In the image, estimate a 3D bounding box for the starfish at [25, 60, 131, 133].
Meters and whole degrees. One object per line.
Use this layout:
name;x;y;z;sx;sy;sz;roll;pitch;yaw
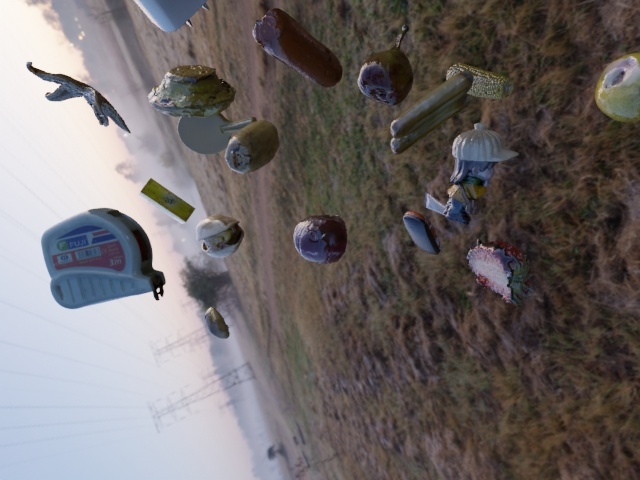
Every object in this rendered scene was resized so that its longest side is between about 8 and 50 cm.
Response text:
starfish;-0.765;-0.458;1.632;0.375;0.094;0.327;31;171;-37

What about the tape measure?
tape measure;-0.521;0.045;1.209;0.125;0.243;0.246;-71;-31;-86

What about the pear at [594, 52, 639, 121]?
pear;0.786;-0.379;1.260;0.178;0.178;0.178;59;165;26

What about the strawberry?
strawberry;0.654;0.082;1.826;0.306;0.137;0.233;-127;15;-69

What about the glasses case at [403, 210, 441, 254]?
glasses case;0.397;-0.026;1.946;0.103;0.067;0.267;25;165;38

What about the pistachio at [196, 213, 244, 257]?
pistachio;-0.341;-0.018;1.733;0.229;0.157;0.157;2;116;58

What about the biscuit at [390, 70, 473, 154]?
biscuit;0.337;-0.393;1.560;0.062;0.290;0.237;54;-177;12

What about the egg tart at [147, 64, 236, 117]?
egg tart;-0.350;-0.414;1.371;0.241;0.241;0.106;-128;32;-46

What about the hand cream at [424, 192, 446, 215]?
hand cream;0.501;-0.138;2.089;0.209;0.043;0.067;37;138;54

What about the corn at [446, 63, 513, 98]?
corn;0.572;-0.583;1.852;0.310;0.101;0.101;48;158;49

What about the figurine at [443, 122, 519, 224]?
figurine;0.508;-0.230;1.731;0.204;0.332;0.185;30;-161;-8

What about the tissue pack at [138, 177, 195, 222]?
tissue pack;-0.512;-0.129;1.673;0.176;0.062;0.095;37;165;-19

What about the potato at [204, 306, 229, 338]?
potato;-0.266;0.207;1.267;0.093;0.036;0.037;50;134;19

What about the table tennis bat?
table tennis bat;-0.398;-0.431;1.953;0.050;0.320;0.198;-86;-14;-52

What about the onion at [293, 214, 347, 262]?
onion;-0.005;0.000;2.171;0.206;0.207;0.216;-133;49;-68

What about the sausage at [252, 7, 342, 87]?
sausage;-0.043;-0.478;1.283;0.330;0.102;0.102;11;-136;-57

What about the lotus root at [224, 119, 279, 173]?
lotus root;-0.238;-0.347;1.844;0.146;0.284;0.160;27;129;7

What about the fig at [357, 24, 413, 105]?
fig;0.256;-0.575;1.672;0.190;0.290;0.191;36;156;19

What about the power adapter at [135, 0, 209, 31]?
power adapter;-0.327;-0.575;1.097;0.124;0.187;0.255;43;178;24
